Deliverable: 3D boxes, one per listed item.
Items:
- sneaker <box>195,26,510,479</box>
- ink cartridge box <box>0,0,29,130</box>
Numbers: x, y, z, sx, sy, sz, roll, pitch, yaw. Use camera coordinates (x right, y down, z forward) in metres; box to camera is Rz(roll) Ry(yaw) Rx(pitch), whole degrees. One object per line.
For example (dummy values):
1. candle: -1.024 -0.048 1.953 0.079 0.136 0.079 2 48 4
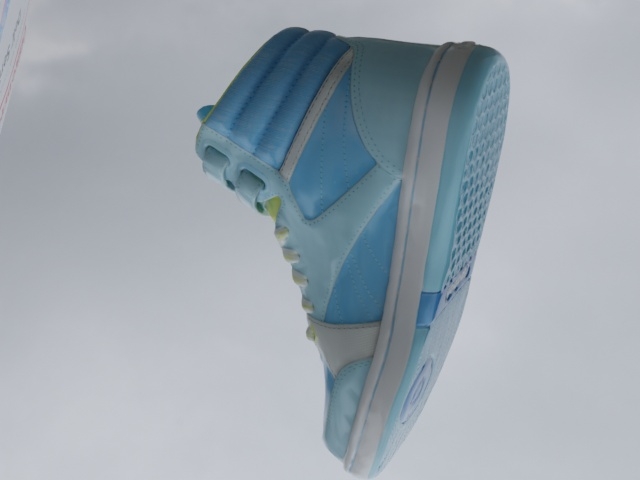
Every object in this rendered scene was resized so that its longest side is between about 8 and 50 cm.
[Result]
1. sneaker: 0.000 0.000 0.676 0.208 0.319 0.127 18 -161 19
2. ink cartridge box: -0.282 -0.181 0.689 0.119 0.353 0.207 10 -127 -13
